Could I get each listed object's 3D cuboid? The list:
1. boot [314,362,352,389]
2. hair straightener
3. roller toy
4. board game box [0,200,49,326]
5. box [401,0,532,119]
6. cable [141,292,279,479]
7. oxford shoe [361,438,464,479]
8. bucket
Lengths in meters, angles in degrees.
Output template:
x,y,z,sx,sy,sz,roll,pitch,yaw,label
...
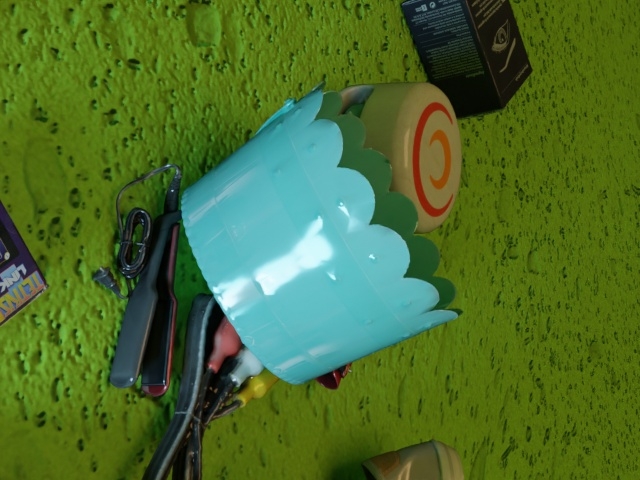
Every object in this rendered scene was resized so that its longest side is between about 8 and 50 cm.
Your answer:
x,y,z,sx,sy,sz,roll,pitch,yaw,label
0.058,0.112,1.152,0.244,0.088,0.176,23,66,-40,boot
-0.173,0.031,0.886,0.089,0.047,0.231,22,71,-47,hair straightener
0.085,-0.106,1.170,0.209,0.146,0.191,-9,100,-59,roller toy
-0.314,0.025,0.707,0.170,0.048,0.141,-46,122,-46,board game box
0.235,-0.316,1.431,0.153,0.108,0.207,-47,121,-46,box
-0.109,0.160,0.907,0.140,0.072,0.287,66,29,-31,cable
0.079,0.463,1.095,0.130,0.169,0.450,8,84,-10,oxford shoe
0.000,0.000,0.932,0.281,0.183,0.281,56,12,-19,bucket
